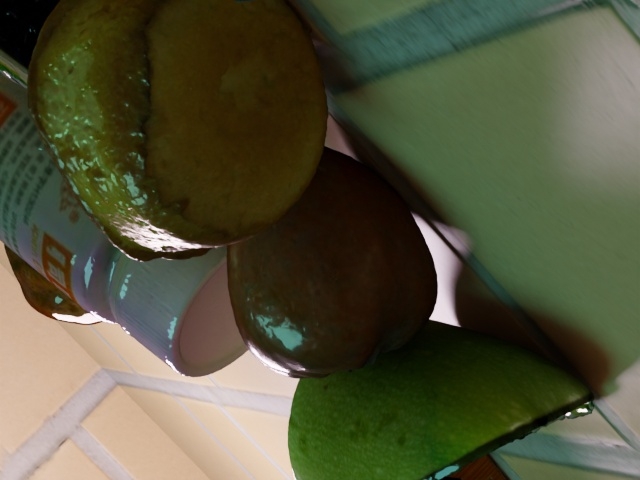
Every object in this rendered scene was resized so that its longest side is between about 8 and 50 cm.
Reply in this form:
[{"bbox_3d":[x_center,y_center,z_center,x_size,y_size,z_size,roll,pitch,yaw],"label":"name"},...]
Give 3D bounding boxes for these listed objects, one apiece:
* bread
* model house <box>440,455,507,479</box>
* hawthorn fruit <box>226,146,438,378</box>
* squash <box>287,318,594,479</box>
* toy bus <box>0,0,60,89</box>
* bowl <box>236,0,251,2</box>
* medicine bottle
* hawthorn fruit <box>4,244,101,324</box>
[{"bbox_3d":[-0.109,-0.112,1.596,0.146,0.268,0.268,6,141,49],"label":"bread"},{"bbox_3d":[0.148,0.299,2.238,0.136,0.207,0.219,-22,118,33],"label":"model house"},{"bbox_3d":[0.000,0.000,1.744,0.199,0.199,0.251,4,111,68],"label":"hawthorn fruit"},{"bbox_3d":[0.136,0.187,1.794,0.309,0.233,0.210,21,127,57],"label":"squash"},{"bbox_3d":[-0.260,-0.212,1.887,0.305,0.143,0.179,35,171,23],"label":"toy bus"},{"bbox_3d":[-0.081,-0.278,1.309,0.211,0.112,0.211,41,166,13],"label":"bowl"},{"bbox_3d":[-0.226,-0.031,2.150,0.388,0.219,0.219,36,163,26],"label":"medicine bottle"},{"bbox_3d":[-0.294,0.010,2.527,0.248,0.208,0.208,-4,132,49],"label":"hawthorn fruit"}]
